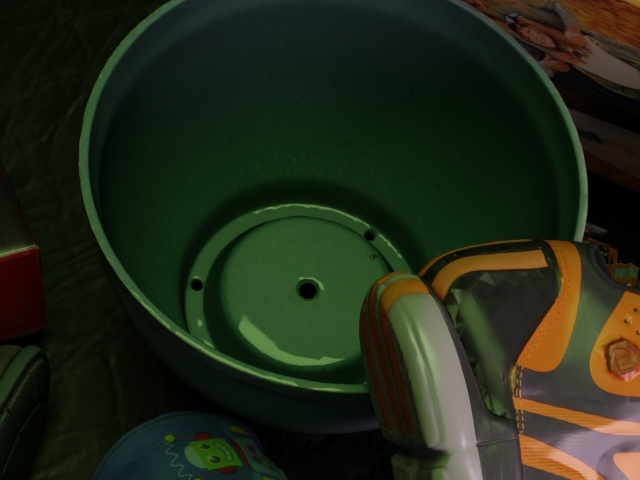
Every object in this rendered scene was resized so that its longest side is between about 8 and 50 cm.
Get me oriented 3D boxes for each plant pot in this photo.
[{"bbox_3d":[0.000,0.000,0.868,0.293,0.196,0.293,3,60,-5],"label":"plant pot"}]

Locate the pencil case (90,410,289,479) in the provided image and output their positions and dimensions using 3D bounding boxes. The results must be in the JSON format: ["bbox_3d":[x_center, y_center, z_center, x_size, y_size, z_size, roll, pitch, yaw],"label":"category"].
[{"bbox_3d":[-0.024,0.223,0.714,0.119,0.133,0.306,-2,32,-30],"label":"pencil case"}]

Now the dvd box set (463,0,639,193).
[{"bbox_3d":[0.118,-0.155,0.927,0.420,0.307,0.062,26,79,11],"label":"dvd box set"}]

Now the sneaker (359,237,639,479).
[{"bbox_3d":[0.142,0.152,0.677,0.180,0.124,0.321,-13,93,-14],"label":"sneaker"}]

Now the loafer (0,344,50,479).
[{"bbox_3d":[-0.237,0.171,0.795,0.084,0.096,0.268,10,57,9],"label":"loafer"}]

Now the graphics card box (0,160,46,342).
[{"bbox_3d":[-0.354,-0.071,0.934,0.232,0.094,0.371,-17,55,-19],"label":"graphics card box"}]

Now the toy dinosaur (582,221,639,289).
[{"bbox_3d":[0.245,0.099,0.867,0.322,0.164,0.218,18,38,28],"label":"toy dinosaur"}]
